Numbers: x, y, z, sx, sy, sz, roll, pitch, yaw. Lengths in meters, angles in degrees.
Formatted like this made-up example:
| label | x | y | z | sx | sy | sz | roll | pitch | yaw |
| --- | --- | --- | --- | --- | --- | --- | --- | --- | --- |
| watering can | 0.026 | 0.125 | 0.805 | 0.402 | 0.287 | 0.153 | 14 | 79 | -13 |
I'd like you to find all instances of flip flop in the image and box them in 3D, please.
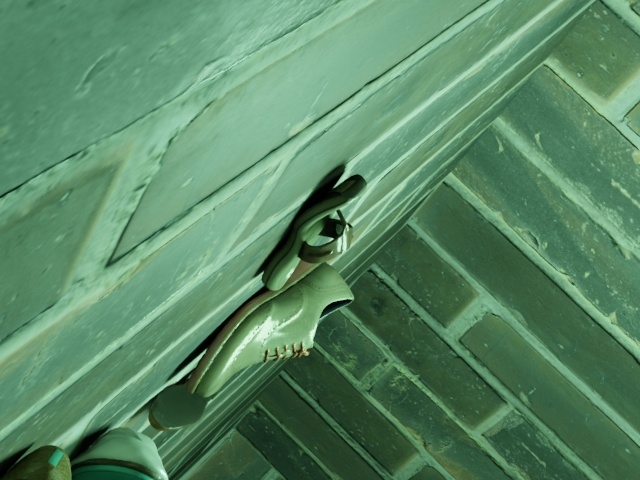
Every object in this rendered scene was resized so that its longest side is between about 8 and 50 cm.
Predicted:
| label | x | y | z | sx | sy | sz | roll | pitch | yaw |
| --- | --- | --- | --- | --- | --- | --- | --- | --- | --- |
| flip flop | 0.000 | 0.000 | 1.578 | 0.112 | 0.080 | 0.277 | -40 | 171 | -45 |

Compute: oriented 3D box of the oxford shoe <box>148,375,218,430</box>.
| label | x | y | z | sx | sy | sz | roll | pitch | yaw |
| --- | --- | --- | --- | --- | --- | --- | --- | --- | --- |
| oxford shoe | -0.245 | 0.287 | 1.850 | 0.076 | 0.076 | 0.212 | -37 | 176 | 19 |

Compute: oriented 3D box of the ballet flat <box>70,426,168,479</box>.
| label | x | y | z | sx | sy | sz | roll | pitch | yaw |
| --- | --- | --- | --- | --- | --- | --- | --- | --- | --- |
| ballet flat | -0.320 | 0.357 | 1.653 | 0.139 | 0.139 | 0.400 | -41 | 176 | -39 |

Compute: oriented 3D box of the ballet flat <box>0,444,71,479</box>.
| label | x | y | z | sx | sy | sz | roll | pitch | yaw |
| --- | --- | --- | --- | --- | --- | --- | --- | --- | --- |
| ballet flat | -0.394 | 0.365 | 1.304 | 0.342 | 0.116 | 0.124 | -53 | -170 | 26 |

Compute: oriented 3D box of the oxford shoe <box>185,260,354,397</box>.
| label | x | y | z | sx | sy | sz | roll | pitch | yaw |
| --- | --- | --- | --- | --- | --- | --- | --- | --- | --- |
| oxford shoe | -0.078 | 0.156 | 1.822 | 0.348 | 0.130 | 0.123 | -43 | 173 | -26 |
